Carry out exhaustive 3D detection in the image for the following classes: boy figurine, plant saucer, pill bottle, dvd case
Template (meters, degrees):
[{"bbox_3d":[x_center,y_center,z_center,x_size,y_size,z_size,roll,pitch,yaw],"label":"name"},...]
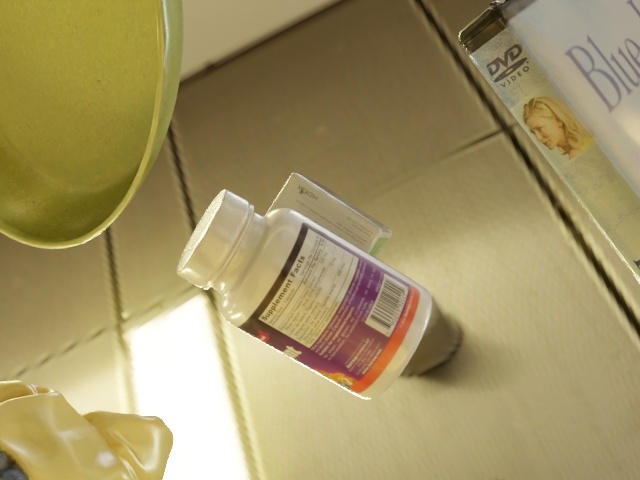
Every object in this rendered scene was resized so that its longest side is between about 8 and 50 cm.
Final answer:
[{"bbox_3d":[-0.196,0.155,0.959,0.177,0.285,0.092,41,-74,16],"label":"boy figurine"},{"bbox_3d":[-0.136,-0.116,0.670,0.037,0.241,0.241,-20,-158,-40],"label":"plant saucer"},{"bbox_3d":[-0.016,0.040,1.190,0.108,0.193,0.108,-56,-169,17],"label":"pill bottle"},{"bbox_3d":[0.167,-0.006,0.524,0.022,0.253,0.180,-36,-178,40],"label":"dvd case"}]

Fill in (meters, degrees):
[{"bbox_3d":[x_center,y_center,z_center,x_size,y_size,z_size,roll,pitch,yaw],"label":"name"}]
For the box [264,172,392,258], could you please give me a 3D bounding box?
[{"bbox_3d":[0.000,0.000,1.351,0.087,0.102,0.101,-56,173,4],"label":"box"}]
